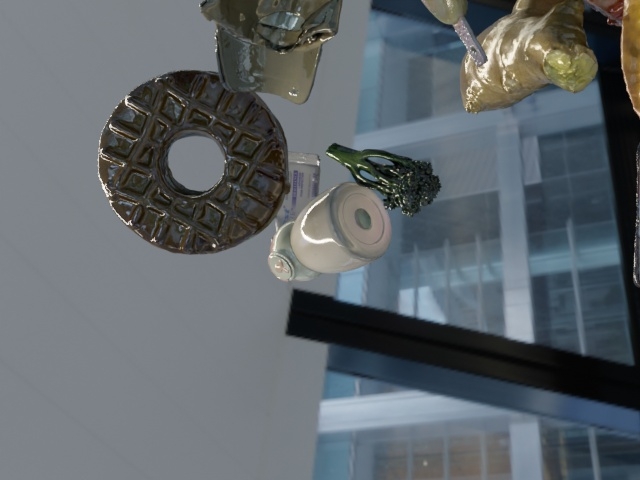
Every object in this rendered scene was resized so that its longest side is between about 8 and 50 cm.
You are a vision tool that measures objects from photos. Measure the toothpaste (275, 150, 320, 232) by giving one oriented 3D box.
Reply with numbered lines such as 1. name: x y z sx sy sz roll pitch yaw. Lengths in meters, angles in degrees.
1. toothpaste: -0.054 -0.054 1.892 0.068 0.099 0.282 -82 -5 -78

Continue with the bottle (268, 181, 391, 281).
1. bottle: 0.000 0.000 1.543 0.148 0.236 0.147 19 -120 -35

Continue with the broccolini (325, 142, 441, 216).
1. broccolini: 0.094 -0.100 1.279 0.068 0.203 0.091 26 -84 -46

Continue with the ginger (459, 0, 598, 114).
1. ginger: 0.362 -0.312 1.411 0.236 0.375 0.166 -43 -67 -17

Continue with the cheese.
1. cheese: 0.205 -0.356 1.327 0.192 0.037 0.097 58 163 -2

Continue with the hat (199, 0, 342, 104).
1. hat: -0.056 -0.232 0.957 0.175 0.147 0.085 106 176 -58

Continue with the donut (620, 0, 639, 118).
1. donut: 0.509 -0.151 0.768 0.163 0.435 0.377 150 107 -74

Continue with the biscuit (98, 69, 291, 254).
1. biscuit: -0.217 -0.134 1.478 0.103 0.332 0.332 -101 -1 -85

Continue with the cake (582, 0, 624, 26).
1. cake: 0.500 -0.511 1.400 0.269 0.270 0.319 0 -135 -53

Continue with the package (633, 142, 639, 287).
1. package: 0.580 -0.040 1.361 0.030 0.154 0.239 -44 -46 -72
